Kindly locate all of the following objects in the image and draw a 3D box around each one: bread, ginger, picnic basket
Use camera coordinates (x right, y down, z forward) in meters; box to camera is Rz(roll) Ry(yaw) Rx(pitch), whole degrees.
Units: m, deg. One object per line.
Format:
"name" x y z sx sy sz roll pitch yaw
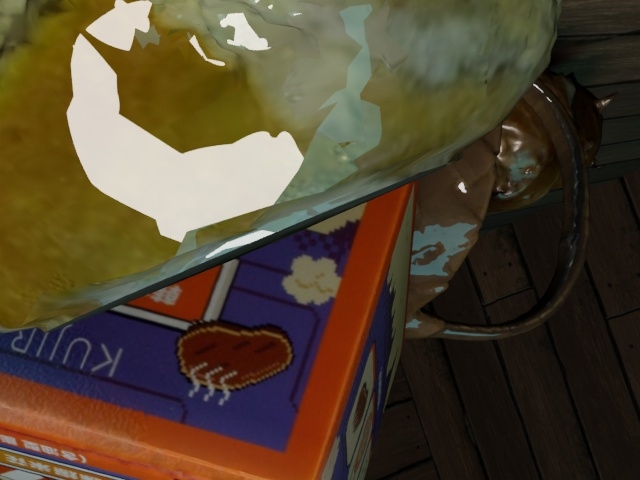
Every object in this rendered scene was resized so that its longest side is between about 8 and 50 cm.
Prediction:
"bread" -0.041 -0.118 0.510 0.395 0.264 0.239 -23 167 41
"ginger" 0.235 -0.131 1.444 0.254 0.176 0.418 -26 175 1
"picnic basket" 0.098 -0.055 1.091 0.337 0.293 0.337 4 163 1

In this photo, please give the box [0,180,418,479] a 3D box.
"box" -0.132 0.076 0.856 0.348 0.257 0.318 15 153 8
